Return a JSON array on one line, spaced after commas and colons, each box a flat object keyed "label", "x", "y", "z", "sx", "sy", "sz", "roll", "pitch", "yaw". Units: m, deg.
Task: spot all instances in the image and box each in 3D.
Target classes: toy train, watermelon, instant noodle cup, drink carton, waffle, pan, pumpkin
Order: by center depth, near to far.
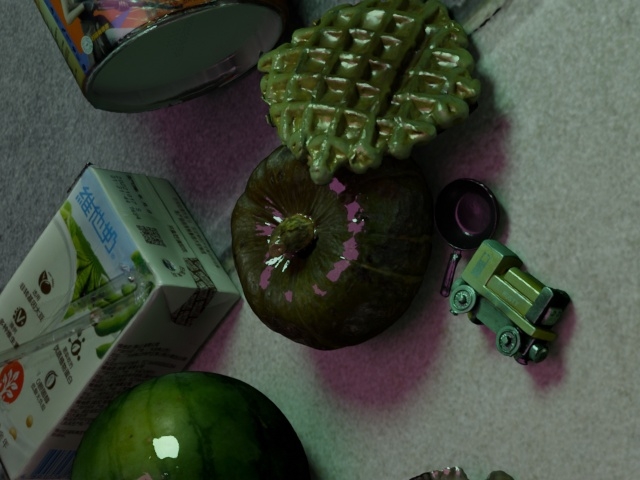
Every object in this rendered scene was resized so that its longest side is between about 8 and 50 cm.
[{"label": "toy train", "x": 0.171, "y": 0.058, "z": 1.547, "sx": 0.122, "sy": 0.050, "sz": 0.081, "roll": 40, "pitch": 102, "yaw": 37}, {"label": "pan", "x": 0.134, "y": -0.002, "z": 1.598, "sx": 0.068, "sy": 0.023, "sz": 0.115, "roll": 21, "pitch": 103, "yaw": 30}, {"label": "waffle", "x": 0.046, "y": -0.151, "z": 1.602, "sx": 0.054, "sy": 0.208, "sz": 0.214, "roll": 76, "pitch": 168, "yaw": -48}, {"label": "pumpkin", "x": 0.000, "y": 0.000, "z": 1.641, "sx": 0.219, "sy": 0.162, "sz": 0.219, "roll": -2, "pitch": 87, "yaw": 40}, {"label": "watermelon", "x": -0.129, "y": 0.251, "z": 1.692, "sx": 0.242, "sy": 0.242, "sz": 0.242, "roll": -4, "pitch": 84, "yaw": 44}, {"label": "instant noodle cup", "x": -0.173, "y": -0.279, "z": 1.762, "sx": 0.296, "sy": 0.296, "sz": 0.214, "roll": -35, "pitch": 71, "yaw": 37}, {"label": "drink carton", "x": -0.255, "y": 0.101, "z": 1.900, "sx": 0.324, "sy": 0.132, "sz": 0.194, "roll": -52, "pitch": 53, "yaw": 26}]

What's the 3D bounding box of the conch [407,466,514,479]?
[{"label": "conch", "x": 0.102, "y": 0.311, "z": 1.521, "sx": 0.163, "sy": 0.178, "sz": 0.245, "roll": 115, "pitch": 180, "yaw": -74}]
